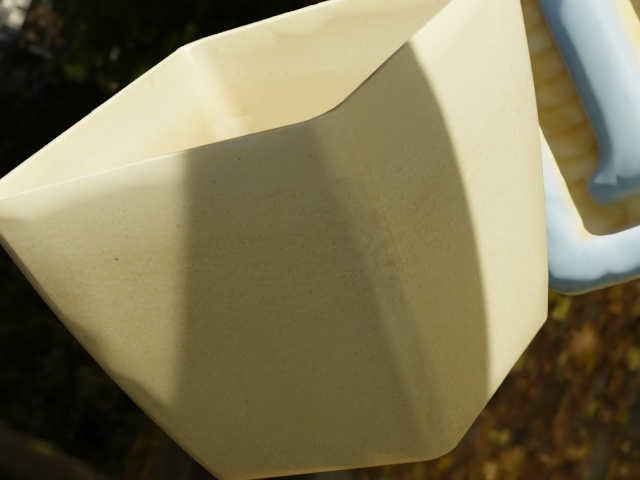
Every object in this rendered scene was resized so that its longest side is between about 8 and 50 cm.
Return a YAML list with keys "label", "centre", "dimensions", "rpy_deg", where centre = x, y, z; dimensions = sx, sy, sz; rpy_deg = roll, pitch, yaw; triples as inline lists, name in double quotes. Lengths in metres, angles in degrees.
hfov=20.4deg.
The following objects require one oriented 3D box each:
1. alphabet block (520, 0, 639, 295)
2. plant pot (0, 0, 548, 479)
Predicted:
- label: "alphabet block"
  centre: [0.160, -0.115, 0.582]
  dimensions: [0.197, 0.192, 0.193]
  rpy_deg: [-27, 6, -37]
- label: "plant pot"
  centre: [0.000, 0.000, 0.454]
  dimensions: [0.109, 0.096, 0.109]
  rpy_deg: [-12, 21, 34]
